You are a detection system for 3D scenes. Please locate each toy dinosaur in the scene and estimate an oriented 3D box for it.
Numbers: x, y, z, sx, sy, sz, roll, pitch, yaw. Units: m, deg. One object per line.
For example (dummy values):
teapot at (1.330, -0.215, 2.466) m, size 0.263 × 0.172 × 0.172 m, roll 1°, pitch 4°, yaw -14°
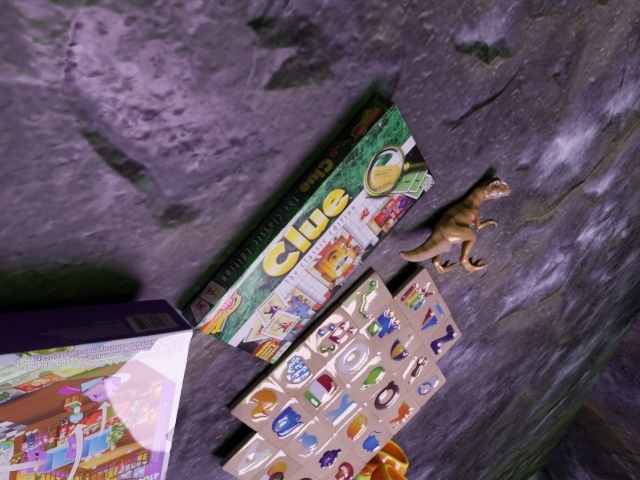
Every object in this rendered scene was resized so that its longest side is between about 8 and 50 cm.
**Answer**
toy dinosaur at (0.153, -0.004, 0.644) m, size 0.211 × 0.064 × 0.112 m, roll -39°, pitch 124°, yaw -28°

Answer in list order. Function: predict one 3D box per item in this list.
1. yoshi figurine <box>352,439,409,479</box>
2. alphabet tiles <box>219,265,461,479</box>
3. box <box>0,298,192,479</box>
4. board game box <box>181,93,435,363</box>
yoshi figurine at (0.027, 0.502, 0.840) m, size 0.362 × 0.203 × 0.203 m, roll -49°, pitch 150°, yaw 5°
alphabet tiles at (0.043, 0.199, 0.690) m, size 0.342 × 0.011 × 0.285 m, roll -43°, pitch 131°, yaw -8°
box at (-0.240, 0.149, 0.335) m, size 0.293 × 0.057 × 0.201 m, roll 0°, pitch 111°, yaw -41°
board game box at (0.000, 0.000, 0.508) m, size 0.260 × 0.030 × 0.136 m, roll -49°, pitch 141°, yaw -1°
